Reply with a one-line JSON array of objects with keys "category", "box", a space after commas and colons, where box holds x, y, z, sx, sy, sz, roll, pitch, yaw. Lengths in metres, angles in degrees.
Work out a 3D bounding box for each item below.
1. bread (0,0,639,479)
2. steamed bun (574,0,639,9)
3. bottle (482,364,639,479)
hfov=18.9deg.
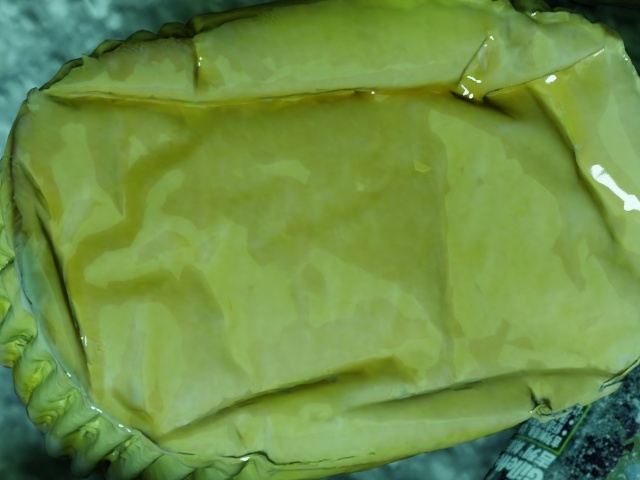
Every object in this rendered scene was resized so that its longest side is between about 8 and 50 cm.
[{"category": "bread", "box": [0.000, 0.000, 0.821, 0.288, 0.156, 0.204, -18, 85, -17]}, {"category": "steamed bun", "box": [0.208, -0.239, 0.935, 0.428, 0.189, 0.247, 18, 65, -13]}, {"category": "bottle", "box": [0.138, 0.090, 0.853, 0.093, 0.093, 0.330, 36, 81, -7]}]
